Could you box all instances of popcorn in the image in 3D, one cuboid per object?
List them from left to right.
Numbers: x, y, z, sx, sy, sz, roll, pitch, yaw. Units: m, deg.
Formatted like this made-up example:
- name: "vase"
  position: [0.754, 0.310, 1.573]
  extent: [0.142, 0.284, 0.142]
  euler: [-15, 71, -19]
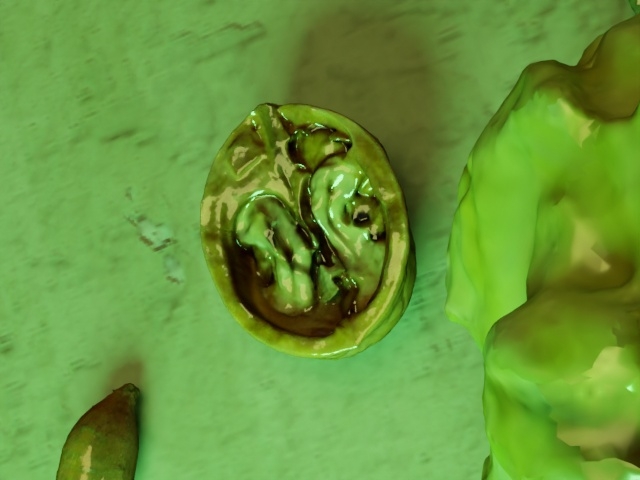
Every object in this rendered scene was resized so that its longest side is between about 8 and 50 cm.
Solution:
- name: "popcorn"
  position: [0.137, 0.031, 0.647]
  extent: [0.195, 0.256, 0.255]
  euler: [13, 32, -9]

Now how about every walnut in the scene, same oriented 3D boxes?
- name: "walnut"
  position: [0.000, 0.000, 0.801]
  extent: [0.091, 0.052, 0.121]
  euler: [-25, 65, 13]

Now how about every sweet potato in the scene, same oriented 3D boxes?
- name: "sweet potato"
  position: [-0.099, 0.107, 0.816]
  extent: [0.034, 0.034, 0.095]
  euler: [7, 74, 22]

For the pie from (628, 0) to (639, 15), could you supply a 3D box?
- name: "pie"
  position: [0.220, -0.184, 0.718]
  extent: [0.302, 0.067, 0.302]
  euler: [3, 95, 39]
